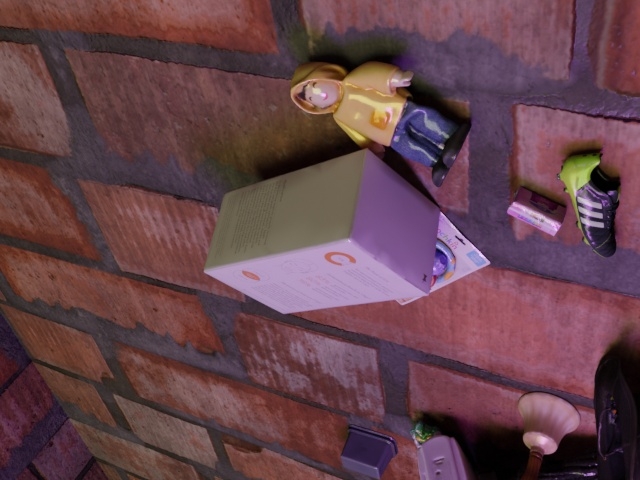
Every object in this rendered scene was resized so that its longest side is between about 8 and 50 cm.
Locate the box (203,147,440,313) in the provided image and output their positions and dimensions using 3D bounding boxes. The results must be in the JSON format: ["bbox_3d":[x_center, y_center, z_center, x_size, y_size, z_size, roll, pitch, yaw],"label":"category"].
[{"bbox_3d":[0.000,0.000,1.246,0.345,0.168,0.215,-12,147,41],"label":"box"}]

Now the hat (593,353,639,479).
[{"bbox_3d":[0.546,0.359,1.201,0.133,0.331,0.331,1,134,9],"label":"hat"}]

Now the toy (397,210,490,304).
[{"bbox_3d":[0.175,0.053,1.320,0.137,0.056,0.237,43,140,-13],"label":"toy"}]

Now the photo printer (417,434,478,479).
[{"bbox_3d":[0.320,0.619,1.587,0.107,0.256,0.308,-21,126,12],"label":"photo printer"}]

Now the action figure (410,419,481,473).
[{"bbox_3d":[0.277,0.502,1.706,0.137,0.063,0.232,-15,124,31],"label":"action figure"}]

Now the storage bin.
[{"bbox_3d":[0.119,0.552,1.845,0.135,0.091,0.098,12,136,26],"label":"storage bin"}]

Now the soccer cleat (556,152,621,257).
[{"bbox_3d":[0.410,-0.048,1.054,0.072,0.060,0.179,-11,120,40],"label":"soccer cleat"}]

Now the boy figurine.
[{"bbox_3d":[0.087,-0.201,1.096,0.285,0.092,0.177,29,144,1],"label":"boy figurine"}]

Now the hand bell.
[{"bbox_3d":[0.416,0.429,1.394,0.126,0.242,0.126,19,140,17],"label":"hand bell"}]

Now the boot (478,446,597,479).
[{"bbox_3d":[0.485,0.538,1.550,0.260,0.131,0.348,-17,161,8],"label":"boot"}]

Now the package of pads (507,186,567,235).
[{"bbox_3d":[0.335,-0.046,1.112,0.083,0.050,0.032,27,135,9],"label":"package of pads"}]
